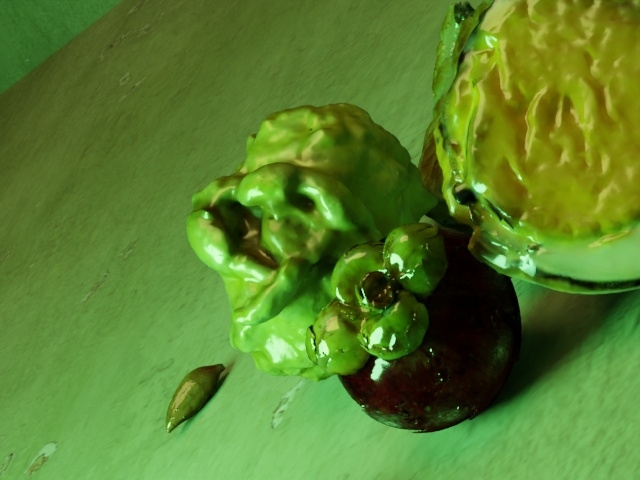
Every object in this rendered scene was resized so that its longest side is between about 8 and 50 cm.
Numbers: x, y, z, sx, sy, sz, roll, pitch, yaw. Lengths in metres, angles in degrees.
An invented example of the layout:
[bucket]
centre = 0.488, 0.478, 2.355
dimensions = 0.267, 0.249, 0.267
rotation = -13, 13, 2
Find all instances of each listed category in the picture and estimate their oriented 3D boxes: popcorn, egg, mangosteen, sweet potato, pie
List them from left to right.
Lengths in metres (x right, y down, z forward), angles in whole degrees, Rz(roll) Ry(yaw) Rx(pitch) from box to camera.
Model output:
[sweet potato]
centre = -0.133, 0.159, 1.915
dimensions = 0.095, 0.034, 0.034
rotation = -51, 20, -28
[popcorn]
centre = 0.000, 0.000, 1.698
dimensions = 0.195, 0.256, 0.255
rotation = 16, 11, 32
[mangosteen]
centre = 0.072, 0.063, 1.473
dimensions = 0.166, 0.180, 0.166
rotation = -16, 59, 28
[pie]
centre = 0.160, -0.151, 1.796
dimensions = 0.302, 0.067, 0.302
rotation = -160, 90, -77
[egg]
centre = 0.237, -0.080, 1.464
dimensions = 0.264, 0.174, 0.286
rotation = 17, 78, 21

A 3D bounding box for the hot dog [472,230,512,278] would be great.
[hot dog]
centre = 0.230, -0.061, 1.602
dimensions = 0.249, 0.068, 0.100
rotation = -44, 8, -8
